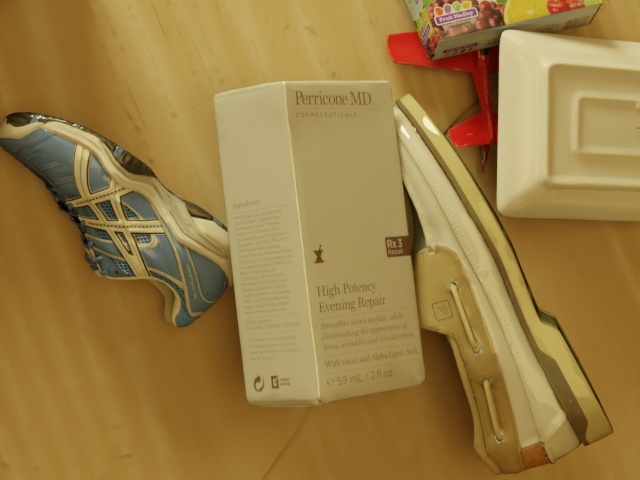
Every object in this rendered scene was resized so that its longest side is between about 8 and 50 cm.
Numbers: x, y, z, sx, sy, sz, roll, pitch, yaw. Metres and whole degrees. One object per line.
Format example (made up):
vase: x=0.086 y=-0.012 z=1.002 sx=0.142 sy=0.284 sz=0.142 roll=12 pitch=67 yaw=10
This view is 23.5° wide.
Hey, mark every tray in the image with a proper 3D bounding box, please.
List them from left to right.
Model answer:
tray: x=0.259 y=-0.088 z=1.226 sx=0.270 sy=0.030 sz=0.145 roll=1 pitch=89 yaw=-29

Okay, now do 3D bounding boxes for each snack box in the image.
snack box: x=0.137 y=-0.205 z=1.206 sx=0.141 sy=0.037 sz=0.100 roll=-15 pitch=70 yaw=-15

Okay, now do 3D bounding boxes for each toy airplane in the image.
toy airplane: x=0.126 y=-0.130 z=1.217 sx=0.151 sy=0.028 sz=0.151 roll=3 pitch=80 yaw=-16

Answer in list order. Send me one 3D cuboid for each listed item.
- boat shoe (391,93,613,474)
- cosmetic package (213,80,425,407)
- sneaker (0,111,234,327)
boat shoe: x=0.107 y=0.036 z=1.172 sx=0.103 sy=0.113 sz=0.302 roll=-29 pitch=83 yaw=8
cosmetic package: x=0.000 y=0.000 z=1.128 sx=0.117 sy=0.085 sz=0.231 roll=-6 pitch=90 yaw=-44
sneaker: x=-0.151 y=-0.018 z=1.124 sx=0.211 sy=0.080 sz=0.081 roll=36 pitch=80 yaw=-12
